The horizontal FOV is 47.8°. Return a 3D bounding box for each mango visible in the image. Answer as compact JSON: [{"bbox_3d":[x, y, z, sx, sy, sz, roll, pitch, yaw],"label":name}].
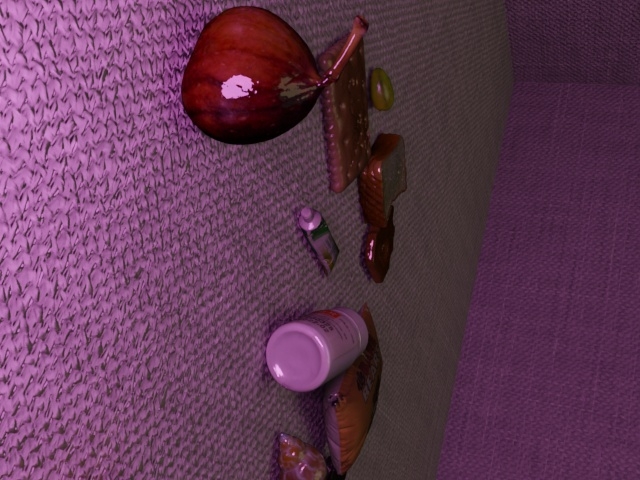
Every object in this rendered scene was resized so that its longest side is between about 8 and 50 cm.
[{"bbox_3d":[0.150,-0.373,1.785,0.073,0.056,0.108,-45,125,-62],"label":"mango"}]

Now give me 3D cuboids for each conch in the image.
[{"bbox_3d":[-0.041,0.495,1.525,0.173,0.106,0.116,99,-7,-49],"label":"conch"}]

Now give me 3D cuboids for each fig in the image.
[{"bbox_3d":[-0.067,-0.225,1.043,0.186,0.250,0.203,82,26,-56],"label":"fig"}]

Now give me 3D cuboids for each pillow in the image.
[{"bbox_3d":[0.078,0.358,1.728,0.310,0.119,0.312,-65,158,-44],"label":"pillow"}]

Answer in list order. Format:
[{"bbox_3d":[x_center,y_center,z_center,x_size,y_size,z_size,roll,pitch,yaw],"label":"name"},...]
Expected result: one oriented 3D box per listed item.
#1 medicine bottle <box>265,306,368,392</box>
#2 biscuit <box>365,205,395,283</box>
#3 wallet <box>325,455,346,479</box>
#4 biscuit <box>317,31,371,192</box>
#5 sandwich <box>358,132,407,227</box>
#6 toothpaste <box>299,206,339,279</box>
[{"bbox_3d":[0.002,0.217,1.486,0.252,0.145,0.144,-6,102,-65],"label":"medicine bottle"},{"bbox_3d":[0.162,-0.004,1.950,0.182,0.034,0.215,62,38,-56],"label":"biscuit"},{"bbox_3d":[-0.001,0.683,1.751,0.165,0.042,0.309,67,37,-53],"label":"wallet"},{"bbox_3d":[0.063,-0.286,1.615,0.217,0.044,0.324,-53,144,-53],"label":"biscuit"},{"bbox_3d":[0.164,-0.162,1.866,0.214,0.065,0.186,-53,144,-51],"label":"sandwich"},{"bbox_3d":[0.000,0.000,1.548,0.248,0.047,0.078,62,45,-58],"label":"toothpaste"}]
